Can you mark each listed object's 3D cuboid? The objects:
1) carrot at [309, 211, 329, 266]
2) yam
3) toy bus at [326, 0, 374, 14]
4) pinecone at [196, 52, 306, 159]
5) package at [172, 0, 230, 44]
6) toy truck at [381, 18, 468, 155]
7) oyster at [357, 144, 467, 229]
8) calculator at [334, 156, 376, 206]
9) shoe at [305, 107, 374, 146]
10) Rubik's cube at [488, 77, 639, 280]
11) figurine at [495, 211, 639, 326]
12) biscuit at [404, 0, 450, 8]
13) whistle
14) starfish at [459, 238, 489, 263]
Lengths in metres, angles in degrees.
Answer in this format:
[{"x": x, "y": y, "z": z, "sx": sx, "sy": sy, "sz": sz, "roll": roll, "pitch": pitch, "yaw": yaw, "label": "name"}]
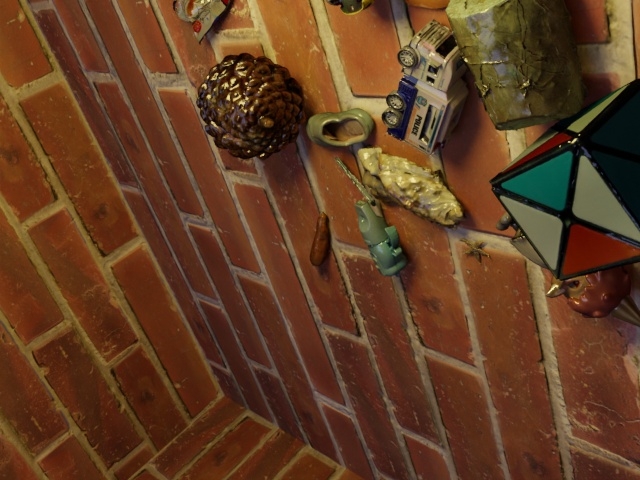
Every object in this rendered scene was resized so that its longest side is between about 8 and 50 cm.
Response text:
[{"x": 0.000, "y": 0.000, "z": 2.252, "sx": 0.059, "sy": 0.059, "sz": 0.248, "roll": 37, "pitch": 144, "yaw": 23, "label": "carrot"}, {"x": 0.361, "y": -0.343, "z": 1.277, "sx": 0.202, "sy": 0.201, "sz": 0.271, "roll": 3, "pitch": 132, "yaw": 53, "label": "yam"}, {"x": 0.046, "y": -0.637, "z": 1.395, "sx": 0.331, "sy": 0.151, "sz": 0.145, "roll": 64, "pitch": 168, "yaw": -19, "label": "toy bus"}, {"x": -0.193, "y": -0.376, "z": 1.914, "sx": 0.295, "sy": 0.242, "sz": 0.298, "roll": 35, "pitch": 126, "yaw": 29, "label": "pinecone"}, {"x": -0.336, "y": -0.691, "z": 1.956, "sx": 0.194, "sy": 0.071, "sz": 0.269, "roll": 46, "pitch": 137, "yaw": 5, "label": "package"}, {"x": 0.242, "y": -0.330, "z": 1.508, "sx": 0.155, "sy": 0.124, "sz": 0.268, "roll": 33, "pitch": 148, "yaw": 15, "label": "toy truck"}, {"x": 0.215, "y": -0.127, "z": 1.780, "sx": 0.354, "sy": 0.107, "sz": 0.201, "roll": 23, "pitch": 143, "yaw": 39, "label": "oyster"}, {"x": 0.098, "y": -0.165, "z": 1.936, "sx": 0.172, "sy": 0.018, "sz": 0.057, "roll": 51, "pitch": -176, "yaw": 14, "label": "calculator"}, {"x": 0.033, "y": -0.292, "z": 1.849, "sx": 0.251, "sy": 0.100, "sz": 0.103, "roll": -2, "pitch": 122, "yaw": 51, "label": "shoe"}, {"x": 0.513, "y": -0.104, "z": 1.264, "sx": 0.246, "sy": 0.248, "sz": 0.250, "roll": 54, "pitch": 151, "yaw": -3, "label": "Rubik's cube"}, {"x": 0.549, "y": 0.071, "z": 1.487, "sx": 0.387, "sy": 0.166, "sz": 0.207, "roll": 47, "pitch": 166, "yaw": 13, "label": "figurine"}, {"x": 0.229, "y": -0.550, "z": 1.372, "sx": 0.186, "sy": 0.036, "sz": 0.192, "roll": 26, "pitch": 142, "yaw": 34, "label": "biscuit"}, {"x": 0.170, "y": 0.000, "z": 1.965, "sx": 0.274, "sy": 0.093, "sz": 0.186, "roll": 61, "pitch": 168, "yaw": -29, "label": "whistle"}, {"x": 0.397, "y": 0.019, "z": 1.780, "sx": 0.092, "sy": 0.016, "sz": 0.086, "roll": 39, "pitch": 145, "yaw": 25, "label": "starfish"}]
